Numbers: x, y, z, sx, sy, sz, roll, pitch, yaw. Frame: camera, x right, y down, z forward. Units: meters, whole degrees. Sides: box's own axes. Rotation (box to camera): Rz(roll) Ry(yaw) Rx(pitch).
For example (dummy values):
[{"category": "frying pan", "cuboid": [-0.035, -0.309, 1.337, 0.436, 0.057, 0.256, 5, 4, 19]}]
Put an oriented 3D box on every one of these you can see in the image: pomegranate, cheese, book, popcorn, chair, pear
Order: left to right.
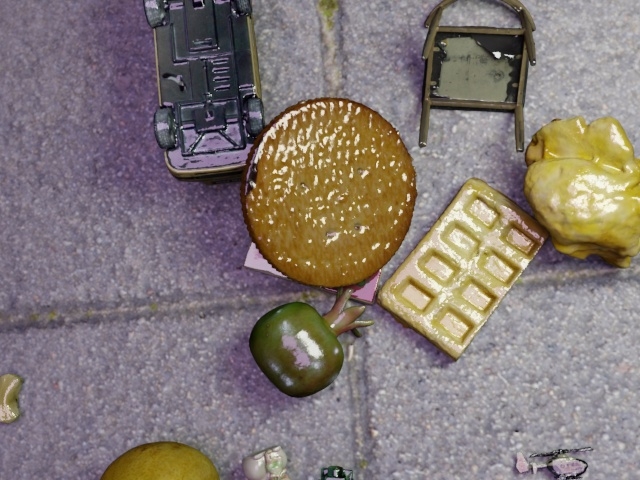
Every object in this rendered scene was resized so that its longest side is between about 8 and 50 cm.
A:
[{"category": "cheese", "cuboid": [-0.537, 0.273, 1.302, 0.044, 0.030, 0.083, -5, 76, 14]}, {"category": "pear", "cuboid": [-0.253, 0.416, 1.159, 0.208, 0.209, 0.209, -1, 82, 8]}, {"category": "pomegranate", "cuboid": [-0.015, 0.154, 1.202, 0.191, 0.131, 0.152, -39, 87, -13]}, {"category": "book", "cuboid": [0.000, 0.000, 1.267, 0.231, 0.022, 0.162, 16, 83, 10]}, {"category": "chair", "cuboid": [0.251, -0.277, 1.209, 0.188, 0.166, 0.272, 5, 41, 9]}, {"category": "popcorn", "cuboid": [0.403, -0.066, 1.125, 0.190, 0.191, 0.253, -40, 88, -10]}]

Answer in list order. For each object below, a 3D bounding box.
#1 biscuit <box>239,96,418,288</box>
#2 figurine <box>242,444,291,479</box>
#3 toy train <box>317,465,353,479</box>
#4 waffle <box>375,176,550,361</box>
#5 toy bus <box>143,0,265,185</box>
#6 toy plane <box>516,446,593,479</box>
[{"category": "biscuit", "cuboid": [0.018, -0.073, 1.179, 0.305, 0.038, 0.306, -3, 98, -23]}, {"category": "figurine", "cuboid": [-0.076, 0.404, 1.186, 0.081, 0.098, 0.146, -17, 79, -7]}, {"category": "toy train", "cuboid": [0.021, 0.435, 1.165, 0.071, 0.111, 0.171, 2, 79, 7]}, {"category": "waffle", "cuboid": [0.230, 0.042, 1.211, 0.168, 0.057, 0.274, 38, 89, 11]}, {"category": "toy bus", "cuboid": [-0.176, -0.271, 1.241, 0.176, 0.202, 0.366, -6, 79, 1]}, {"category": "toy plane", "cuboid": [0.364, 0.347, 1.166, 0.120, 0.031, 0.049, -8, 76, 5]}]
